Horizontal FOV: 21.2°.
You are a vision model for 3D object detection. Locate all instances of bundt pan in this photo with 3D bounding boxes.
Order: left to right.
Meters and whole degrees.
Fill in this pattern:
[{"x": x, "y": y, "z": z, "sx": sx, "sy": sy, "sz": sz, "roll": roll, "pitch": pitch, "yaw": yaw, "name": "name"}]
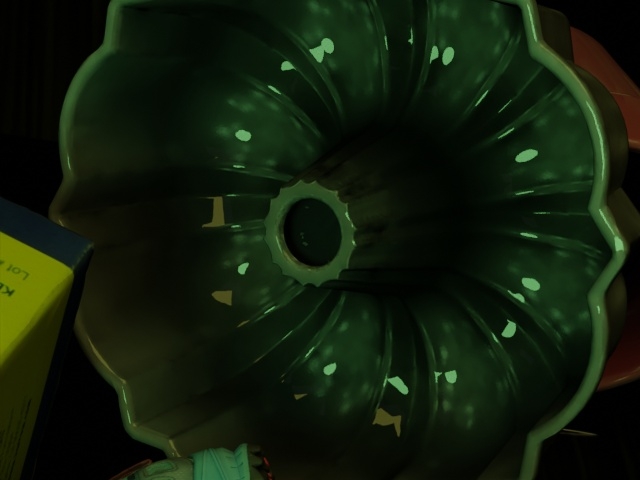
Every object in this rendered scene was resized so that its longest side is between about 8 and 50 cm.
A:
[{"x": 0.024, "y": -0.013, "z": 0.903, "sx": 0.331, "sy": 0.331, "sz": 0.124, "roll": 38, "pitch": 25, "yaw": 20, "name": "bundt pan"}]

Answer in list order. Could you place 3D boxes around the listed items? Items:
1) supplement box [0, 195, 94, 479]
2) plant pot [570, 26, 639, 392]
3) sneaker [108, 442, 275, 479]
[{"x": -0.269, "y": 0.121, "z": 0.693, "sx": 0.194, "sy": 0.195, "sz": 0.356, "roll": 26, "pitch": 38, "yaw": 6, "name": "supplement box"}, {"x": 0.140, "y": -0.034, "z": 1.058, "sx": 0.201, "sy": 0.201, "sz": 0.180, "roll": 9, "pitch": 38, "yaw": -14, "name": "plant pot"}, {"x": -0.079, "y": 0.217, "z": 0.770, "sx": 0.125, "sy": 0.104, "sz": 0.262, "roll": -7, "pitch": 46, "yaw": 11, "name": "sneaker"}]
